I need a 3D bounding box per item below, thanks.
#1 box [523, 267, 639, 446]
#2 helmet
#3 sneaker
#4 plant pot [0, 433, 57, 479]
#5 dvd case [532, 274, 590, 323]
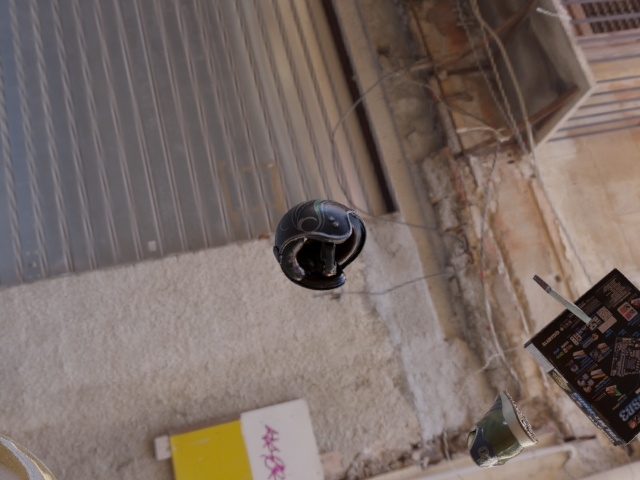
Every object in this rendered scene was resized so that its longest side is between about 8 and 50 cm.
[{"bbox_3d":[0.682,0.263,1.408,0.293,0.295,0.073,50,-13,17],"label":"box"},{"bbox_3d":[0.000,0.000,1.144,0.161,0.169,0.169,-74,163,-58],"label":"helmet"},{"bbox_3d":[0.232,0.253,0.813,0.064,0.086,0.192,56,8,12],"label":"sneaker"},{"bbox_3d":[-0.291,0.233,0.410,0.032,0.236,0.236,-154,-126,-66],"label":"plant pot"},{"bbox_3d":[0.432,0.103,1.097,0.087,0.013,0.119,37,10,-1],"label":"dvd case"}]
